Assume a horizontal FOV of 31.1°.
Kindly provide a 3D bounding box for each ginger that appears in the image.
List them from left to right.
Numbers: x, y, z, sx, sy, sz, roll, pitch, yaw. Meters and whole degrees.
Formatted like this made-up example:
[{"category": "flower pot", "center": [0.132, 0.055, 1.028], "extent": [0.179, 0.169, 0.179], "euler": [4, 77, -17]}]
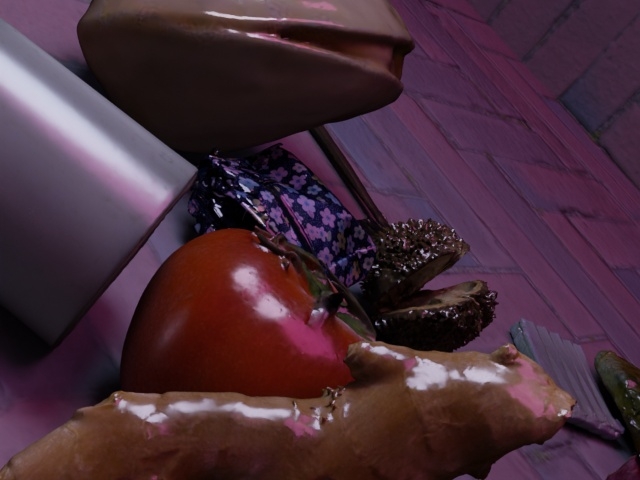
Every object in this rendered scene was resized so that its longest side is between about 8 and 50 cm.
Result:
[{"category": "ginger", "center": [-0.024, 0.175, 0.849], "extent": [0.363, 0.348, 0.122], "euler": [34, -2, -8]}]

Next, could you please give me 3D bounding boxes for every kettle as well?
[{"category": "kettle", "center": [-0.278, -0.098, 1.025], "extent": [0.318, 0.205, 0.265], "euler": [38, 54, -6]}]

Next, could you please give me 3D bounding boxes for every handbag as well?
[{"category": "handbag", "center": [-0.051, -0.008, 1.362], "extent": [0.228, 0.127, 0.208], "euler": [48, 29, 12]}]

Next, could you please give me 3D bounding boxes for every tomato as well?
[{"category": "tomato", "center": [-0.053, 0.113, 1.011], "extent": [0.256, 0.224, 0.256], "euler": [42, 7, -6]}]

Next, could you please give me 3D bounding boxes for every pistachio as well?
[{"category": "pistachio", "center": [-0.094, -0.246, 1.457], "extent": [0.445, 0.281, 0.365], "euler": [4, 4, -36]}]

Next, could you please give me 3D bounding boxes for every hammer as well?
[{"category": "hammer", "center": [0.051, -0.094, 1.803], "extent": [0.125, 0.027, 0.297], "euler": [20, 32, -51]}]

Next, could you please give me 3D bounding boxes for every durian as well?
[{"category": "durian", "center": [0.130, 0.067, 1.489], "extent": [0.167, 0.196, 0.196], "euler": [-8, 48, -21]}]

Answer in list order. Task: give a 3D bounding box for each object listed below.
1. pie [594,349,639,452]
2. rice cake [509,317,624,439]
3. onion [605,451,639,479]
[{"category": "pie", "center": [0.547, 0.283, 1.863], "extent": [0.277, 0.078, 0.277], "euler": [43, 19, -19]}, {"category": "rice cake", "center": [0.381, 0.217, 1.785], "extent": [0.189, 0.037, 0.198], "euler": [25, 29, -36]}, {"category": "onion", "center": [0.357, 0.391, 1.333], "extent": [0.250, 0.111, 0.247], "euler": [69, 10, -55]}]
